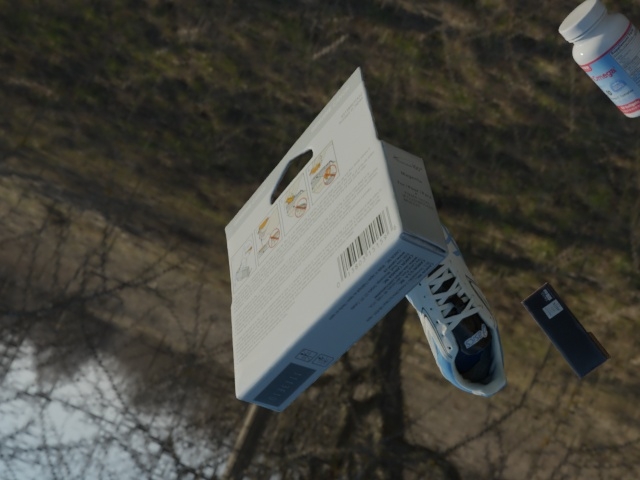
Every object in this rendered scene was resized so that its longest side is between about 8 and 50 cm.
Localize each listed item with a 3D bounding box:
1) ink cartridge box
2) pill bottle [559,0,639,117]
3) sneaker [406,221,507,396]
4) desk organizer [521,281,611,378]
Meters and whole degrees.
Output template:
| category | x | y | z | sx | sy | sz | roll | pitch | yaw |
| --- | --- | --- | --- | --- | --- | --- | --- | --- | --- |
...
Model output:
| category | x | y | z | sx | sy | sz | roll | pitch | yaw |
| --- | --- | --- | --- | --- | --- | --- | --- | --- | --- |
| ink cartridge box | 0.000 | 0.000 | 0.993 | 0.060 | 0.239 | 0.275 | 22 | 129 | -28 |
| pill bottle | 0.401 | -0.250 | 1.334 | 0.160 | 0.087 | 0.087 | 43 | 166 | -13 |
| sneaker | 0.136 | 0.064 | 1.021 | 0.086 | 0.085 | 0.237 | 31 | 155 | 58 |
| desk organizer | 0.338 | 0.123 | 1.350 | 0.130 | 0.047 | 0.050 | 55 | -162 | 17 |
